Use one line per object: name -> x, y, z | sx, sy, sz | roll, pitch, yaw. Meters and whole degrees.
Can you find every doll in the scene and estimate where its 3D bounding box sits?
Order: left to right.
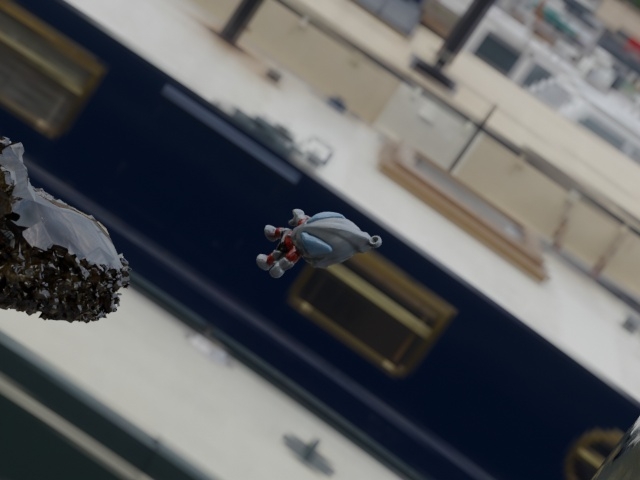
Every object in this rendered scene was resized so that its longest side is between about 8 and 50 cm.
doll -> -0.001, -0.001, 1.313 | 0.057, 0.114, 0.039 | -42, 119, -47

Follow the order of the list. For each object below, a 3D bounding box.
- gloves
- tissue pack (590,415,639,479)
gloves -> -0.300, -0.009, 1.365 | 0.312, 0.135, 0.210 | 8, -9, 7
tissue pack -> 0.225, 0.111, 0.663 | 0.195, 0.375, 0.390 | 38, 51, 7
